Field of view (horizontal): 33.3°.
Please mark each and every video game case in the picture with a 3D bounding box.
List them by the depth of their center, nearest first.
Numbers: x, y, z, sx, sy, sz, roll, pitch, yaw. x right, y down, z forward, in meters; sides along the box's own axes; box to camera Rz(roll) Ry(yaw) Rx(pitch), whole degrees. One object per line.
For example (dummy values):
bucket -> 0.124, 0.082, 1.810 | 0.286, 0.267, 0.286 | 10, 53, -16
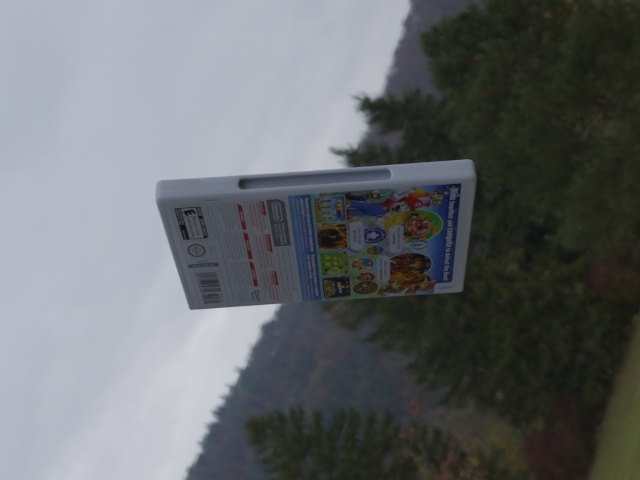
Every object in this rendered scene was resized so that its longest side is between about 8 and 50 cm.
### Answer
video game case -> 0.000, 0.000, 0.440 | 0.087, 0.122, 0.011 | 85, -178, -57
